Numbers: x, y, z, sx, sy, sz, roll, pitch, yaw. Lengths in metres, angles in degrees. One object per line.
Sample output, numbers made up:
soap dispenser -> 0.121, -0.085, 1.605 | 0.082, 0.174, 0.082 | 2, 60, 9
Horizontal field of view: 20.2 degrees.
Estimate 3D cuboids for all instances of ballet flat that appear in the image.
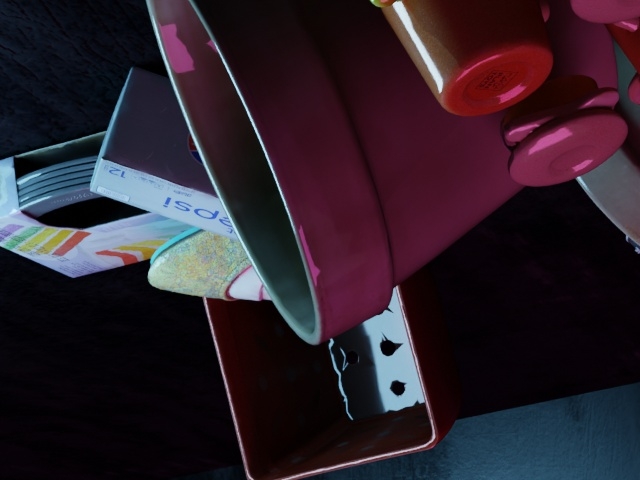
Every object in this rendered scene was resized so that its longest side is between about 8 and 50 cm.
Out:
ballet flat -> 0.000, 0.000, 1.831 | 0.348, 0.123, 0.123 | -22, 168, -17

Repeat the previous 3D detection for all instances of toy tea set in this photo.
toy tea set -> 0.170, -0.143, 1.176 | 0.200, 0.124, 0.336 | -27, 154, 14

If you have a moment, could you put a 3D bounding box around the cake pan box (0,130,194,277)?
cake pan box -> -0.204, -0.042, 1.824 | 0.245, 0.070, 0.267 | -15, 163, 13

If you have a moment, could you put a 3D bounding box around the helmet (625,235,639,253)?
helmet -> 0.409, -0.051, 1.951 | 0.169, 0.162, 0.169 | -8, 164, -2

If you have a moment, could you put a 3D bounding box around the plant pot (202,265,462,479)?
plant pot -> 0.045, 0.147, 2.314 | 0.267, 0.267, 0.236 | -16, 175, 25

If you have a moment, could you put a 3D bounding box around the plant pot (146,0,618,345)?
plant pot -> 0.054, -0.121, 1.342 | 0.280, 0.323, 0.323 | -23, 166, -11

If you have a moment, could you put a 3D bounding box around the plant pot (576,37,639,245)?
plant pot -> 0.360, -0.130, 1.558 | 0.263, 0.263, 0.229 | 6, 141, -42

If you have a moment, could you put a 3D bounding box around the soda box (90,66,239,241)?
soda box -> -0.055, -0.054, 1.621 | 0.286, 0.098, 0.091 | 18, 159, -8
